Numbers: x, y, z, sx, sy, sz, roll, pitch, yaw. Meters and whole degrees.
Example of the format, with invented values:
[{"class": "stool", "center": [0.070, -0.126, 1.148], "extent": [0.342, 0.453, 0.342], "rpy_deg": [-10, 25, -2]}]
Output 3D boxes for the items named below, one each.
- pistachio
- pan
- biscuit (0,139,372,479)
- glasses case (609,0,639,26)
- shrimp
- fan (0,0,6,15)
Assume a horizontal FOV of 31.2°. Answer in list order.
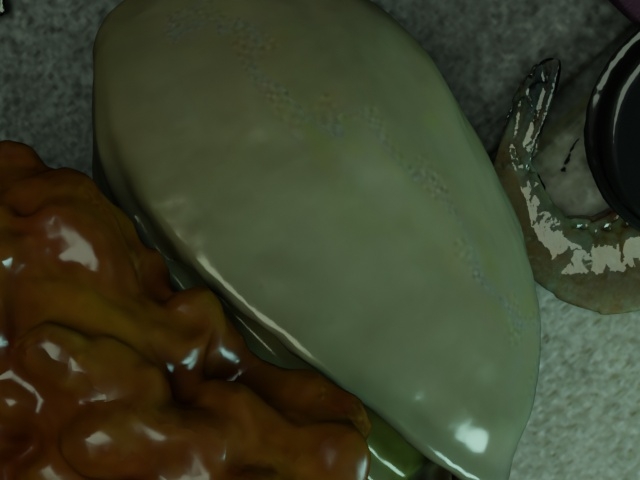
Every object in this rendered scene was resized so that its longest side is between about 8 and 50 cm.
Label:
[{"class": "pistachio", "center": [0.000, 0.000, 0.614], "extent": [0.208, 0.226, 0.332], "rpy_deg": [-36, 85, 28]}, {"class": "pan", "center": [0.260, -0.057, 0.614], "extent": [0.235, 0.028, 0.136], "rpy_deg": [3, 107, -5]}, {"class": "biscuit", "center": [-0.168, 0.121, 0.521], "extent": [0.312, 0.110, 0.318], "rpy_deg": [41, 108, 0]}, {"class": "glasses case", "center": [0.138, -0.252, 0.631], "extent": [0.123, 0.076, 0.316], "rpy_deg": [-41, 85, 8]}, {"class": "shrimp", "center": [0.192, -0.064, 0.659], "extent": [0.152, 0.046, 0.219], "rpy_deg": [42, 102, 1]}, {"class": "fan", "center": [-0.241, -0.322, 0.732], "extent": [0.223, 0.012, 0.294], "rpy_deg": [27, 99, 7]}]
